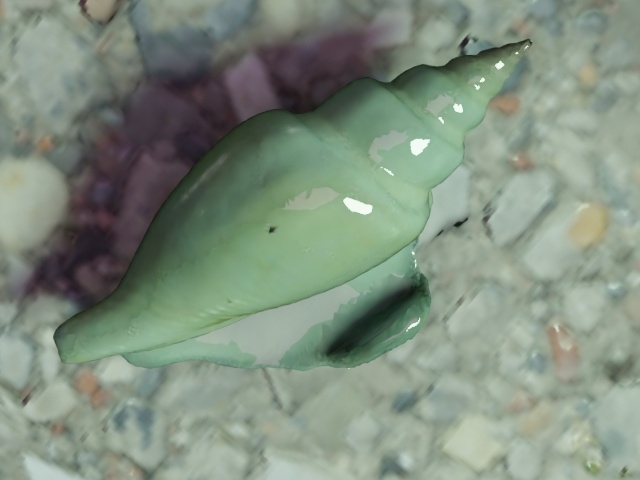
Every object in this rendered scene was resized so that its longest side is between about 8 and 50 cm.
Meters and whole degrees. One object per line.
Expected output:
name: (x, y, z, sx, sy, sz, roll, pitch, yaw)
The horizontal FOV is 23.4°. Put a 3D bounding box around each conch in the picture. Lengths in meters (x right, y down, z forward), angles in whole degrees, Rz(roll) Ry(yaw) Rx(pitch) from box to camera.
conch: (-0.003, -0.006, 0.492, 0.180, 0.088, 0.065, -35, 52, 15)
